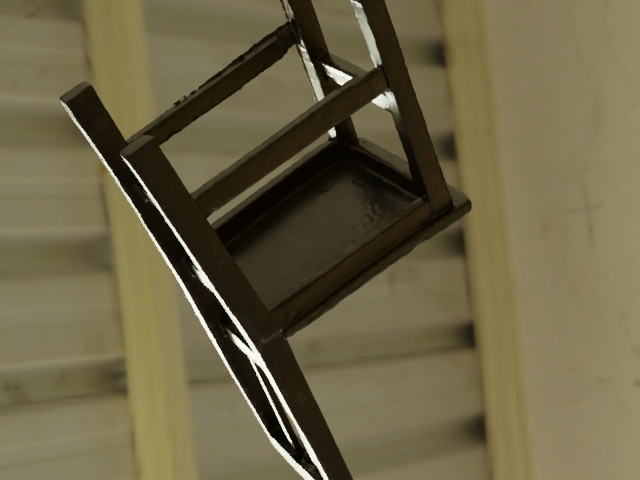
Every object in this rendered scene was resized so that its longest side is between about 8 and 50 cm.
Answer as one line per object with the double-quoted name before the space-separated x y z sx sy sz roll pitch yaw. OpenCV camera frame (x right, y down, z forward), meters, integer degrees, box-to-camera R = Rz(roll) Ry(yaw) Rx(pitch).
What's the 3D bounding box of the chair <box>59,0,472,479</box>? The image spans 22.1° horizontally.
"chair" 0.000 0.000 1.410 0.240 0.203 0.416 -37 -58 -12
